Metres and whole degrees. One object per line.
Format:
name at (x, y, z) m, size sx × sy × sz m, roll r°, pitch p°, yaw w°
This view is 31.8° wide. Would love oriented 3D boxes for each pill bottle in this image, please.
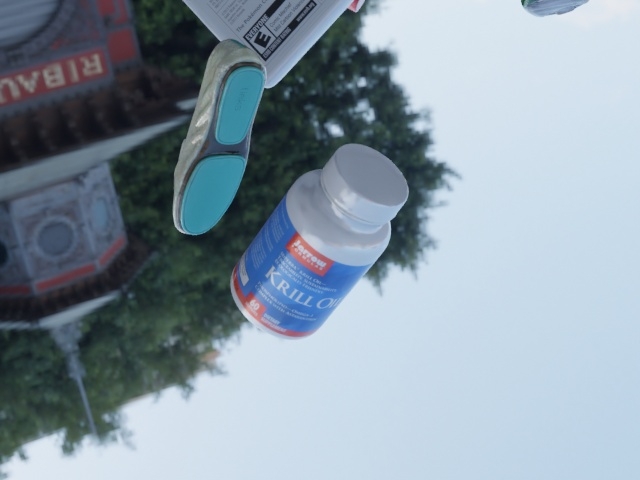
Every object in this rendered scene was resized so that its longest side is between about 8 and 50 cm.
pill bottle at (0.000, 0.000, 1.239) m, size 0.124 × 0.221 × 0.124 m, roll 21°, pitch -140°, yaw -19°

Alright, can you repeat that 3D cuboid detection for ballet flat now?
ballet flat at (-0.084, -0.084, 0.906) m, size 0.057 × 0.168 × 0.052 m, roll 2°, pitch -145°, yaw -35°

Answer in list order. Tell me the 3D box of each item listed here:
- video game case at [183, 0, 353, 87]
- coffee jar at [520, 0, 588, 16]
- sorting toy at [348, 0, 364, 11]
video game case at (-0.047, -0.383, 1.195) m, size 0.329 × 0.300 × 0.036 m, roll -45°, pitch 172°, yaw 20°
coffee jar at (0.266, -0.369, 1.355) m, size 0.079 × 0.184 × 0.096 m, roll -13°, pitch 172°, yaw 25°
sorting toy at (0.064, -0.463, 1.675) m, size 0.089 × 0.257 × 0.255 m, roll 27°, pitch -173°, yaw 3°
